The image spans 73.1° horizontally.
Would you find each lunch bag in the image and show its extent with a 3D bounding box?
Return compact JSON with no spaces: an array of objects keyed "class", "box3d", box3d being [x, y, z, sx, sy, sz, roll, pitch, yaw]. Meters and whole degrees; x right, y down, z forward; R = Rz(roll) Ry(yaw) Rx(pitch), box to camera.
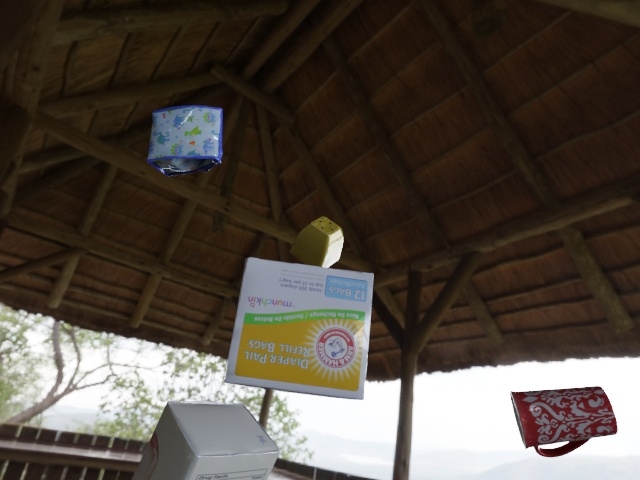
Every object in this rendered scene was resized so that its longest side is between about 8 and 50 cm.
[{"class":"lunch bag","box3d":[-0.282,-0.218,0.935,0.151,0.128,0.096,-7,-16,15]}]

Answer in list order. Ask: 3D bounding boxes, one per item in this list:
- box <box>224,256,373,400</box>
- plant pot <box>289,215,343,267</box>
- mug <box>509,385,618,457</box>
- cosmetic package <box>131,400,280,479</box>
[{"class":"box","box3d":[-0.019,0.100,0.434,0.114,0.103,0.203,7,-20,0]},{"class":"plant pot","box3d":[0.000,0.000,0.882,0.081,0.081,0.083,36,-53,19]},{"class":"mug","box3d":[0.491,0.361,0.883,0.169,0.113,0.150,-14,-45,15]},{"class":"cosmetic package","box3d":[-0.204,0.406,0.645,0.153,0.296,0.129,24,2,-42]}]
